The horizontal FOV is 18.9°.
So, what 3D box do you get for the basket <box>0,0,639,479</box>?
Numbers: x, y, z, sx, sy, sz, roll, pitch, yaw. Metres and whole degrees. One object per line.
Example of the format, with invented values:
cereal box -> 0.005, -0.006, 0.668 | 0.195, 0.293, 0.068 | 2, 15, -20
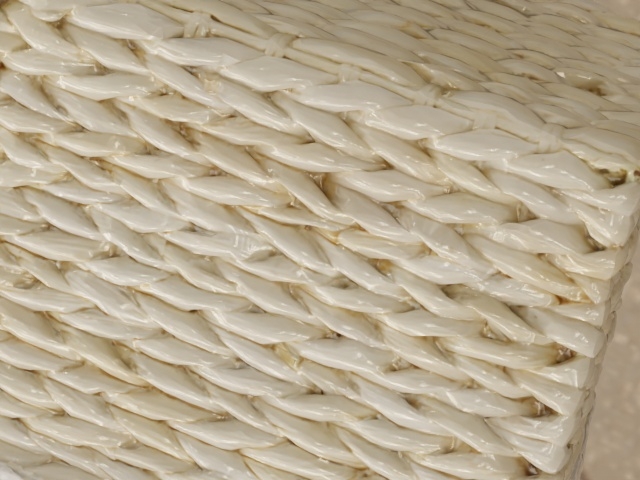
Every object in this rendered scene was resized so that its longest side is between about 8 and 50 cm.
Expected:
basket -> 0.000, 0.000, 0.957 | 0.331, 0.328, 0.266 | 20, 110, 8
